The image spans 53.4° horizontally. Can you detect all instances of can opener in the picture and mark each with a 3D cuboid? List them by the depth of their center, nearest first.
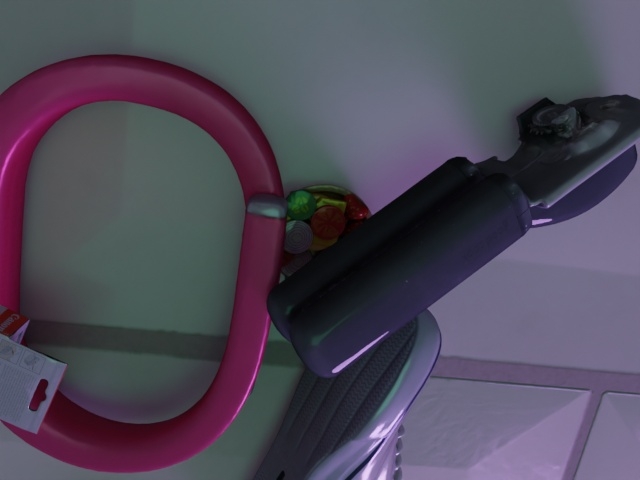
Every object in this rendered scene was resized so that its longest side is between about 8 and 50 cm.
[{"bbox_3d":[0.104,-0.002,0.417,0.283,0.076,0.095,-36,123,-9],"label":"can opener"}]

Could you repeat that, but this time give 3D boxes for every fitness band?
[{"bbox_3d":[-0.134,0.026,0.428,0.209,0.054,0.290,11,108,-4],"label":"fitness band"}]

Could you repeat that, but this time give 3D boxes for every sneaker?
[{"bbox_3d":[0.024,0.157,0.495,0.091,0.094,0.258,20,111,-32],"label":"sneaker"}]

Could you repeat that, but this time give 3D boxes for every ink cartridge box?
[{"bbox_3d":[-0.220,0.071,0.408,0.115,0.029,0.063,27,108,-7],"label":"ink cartridge box"}]

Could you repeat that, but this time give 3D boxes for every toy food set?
[{"bbox_3d":[0.000,0.000,0.462,0.083,0.020,0.083,10,108,-10],"label":"toy food set"}]
